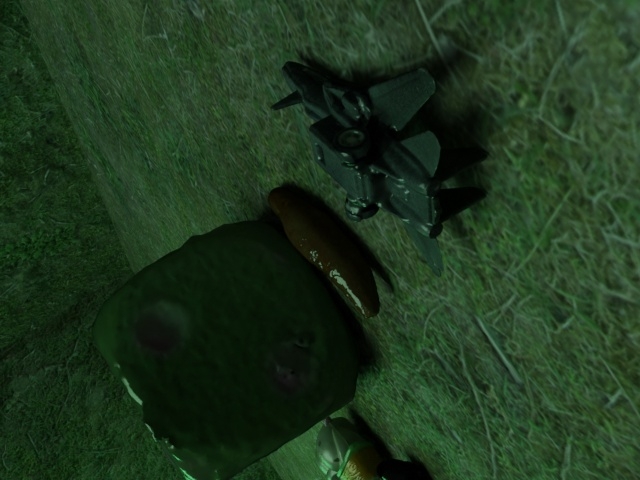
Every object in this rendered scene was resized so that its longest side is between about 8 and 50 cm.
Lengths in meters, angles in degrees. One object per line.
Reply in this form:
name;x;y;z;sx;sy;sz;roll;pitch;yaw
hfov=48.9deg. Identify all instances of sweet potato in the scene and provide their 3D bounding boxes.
sweet potato;-0.006;-0.006;0.876;0.255;0.058;0.078;47;179;37

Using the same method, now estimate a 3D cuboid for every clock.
clock;0.050;0.408;1.324;0.144;0.103;0.231;50;158;24

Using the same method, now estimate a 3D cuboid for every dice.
dice;-0.142;0.183;1.102;0.330;0.318;0.322;54;161;11

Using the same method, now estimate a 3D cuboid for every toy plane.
toy plane;0.022;-0.095;0.616;0.267;0.088;0.212;41;155;37

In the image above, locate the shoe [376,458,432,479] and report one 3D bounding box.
shoe;0.153;0.390;1.118;0.159;0.062;0.053;38;140;44
